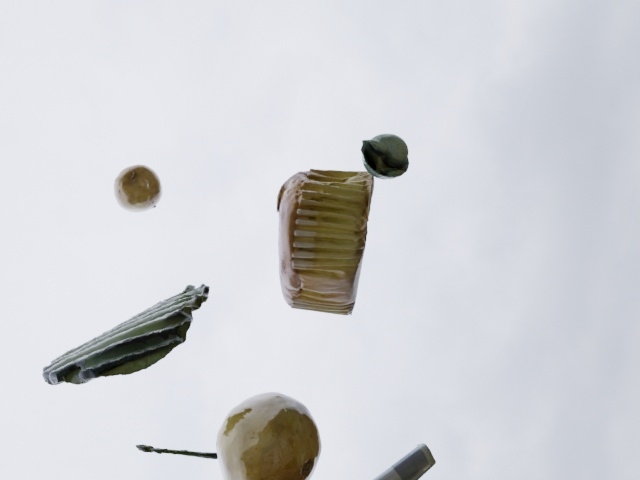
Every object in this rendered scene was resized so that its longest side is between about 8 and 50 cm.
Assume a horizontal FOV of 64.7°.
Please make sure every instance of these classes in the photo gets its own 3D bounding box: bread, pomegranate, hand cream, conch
[{"bbox_3d":[0.000,0.000,0.860,0.288,0.156,0.204,95,-176,-60],"label":"bread"},{"bbox_3d":[-0.105,0.428,1.040,0.233,0.233,0.233,-3,-85,-41],"label":"pomegranate"},{"bbox_3d":[0.129,0.509,1.033,0.255,0.048,0.079,-28,-90,-26],"label":"hand cream"},{"bbox_3d":[0.092,-0.122,0.754,0.085,0.056,0.076,0,-108,-19],"label":"conch"}]

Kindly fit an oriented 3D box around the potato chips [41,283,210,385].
[{"bbox_3d":[-0.451,0.228,1.181,0.429,0.358,0.070,-25,-78,3],"label":"potato chips"}]

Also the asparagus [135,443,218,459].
[{"bbox_3d":[-0.393,0.578,1.382,0.232,0.023,0.022,7,-94,1],"label":"asparagus"}]

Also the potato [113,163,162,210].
[{"bbox_3d":[-0.461,-0.126,1.283,0.109,0.178,0.119,26,-106,-6],"label":"potato"}]
